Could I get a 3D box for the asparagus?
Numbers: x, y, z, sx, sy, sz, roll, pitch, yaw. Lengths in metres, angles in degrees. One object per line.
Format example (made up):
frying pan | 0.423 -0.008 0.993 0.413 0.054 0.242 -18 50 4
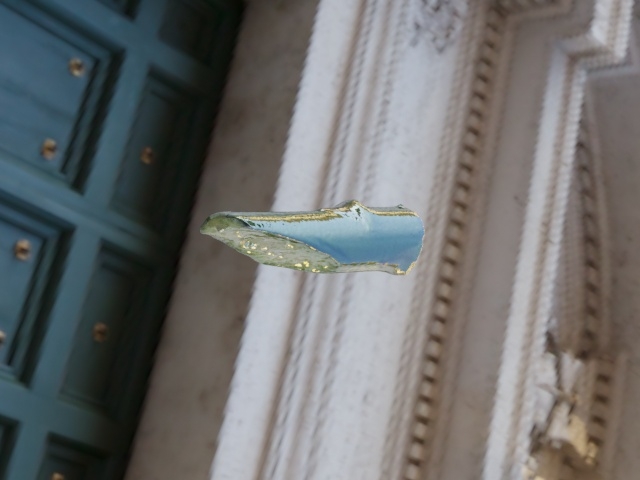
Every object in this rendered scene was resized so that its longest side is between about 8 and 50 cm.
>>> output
asparagus | 0.000 0.000 0.776 0.041 0.178 0.045 44 -64 29
